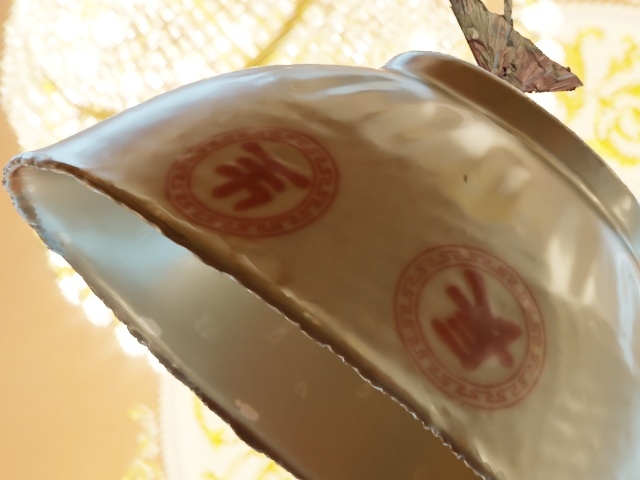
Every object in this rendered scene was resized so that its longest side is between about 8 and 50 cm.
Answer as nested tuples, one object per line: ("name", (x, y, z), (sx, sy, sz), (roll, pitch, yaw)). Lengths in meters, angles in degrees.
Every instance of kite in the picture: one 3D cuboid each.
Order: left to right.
("kite", (0.124, -0.144, 1.273), (0.011, 0.156, 0.139), (-39, -117, -25))

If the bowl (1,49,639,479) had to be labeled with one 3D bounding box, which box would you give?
("bowl", (0.043, 0.024, 0.821), (0.337, 0.337, 0.157), (31, -105, 36))
